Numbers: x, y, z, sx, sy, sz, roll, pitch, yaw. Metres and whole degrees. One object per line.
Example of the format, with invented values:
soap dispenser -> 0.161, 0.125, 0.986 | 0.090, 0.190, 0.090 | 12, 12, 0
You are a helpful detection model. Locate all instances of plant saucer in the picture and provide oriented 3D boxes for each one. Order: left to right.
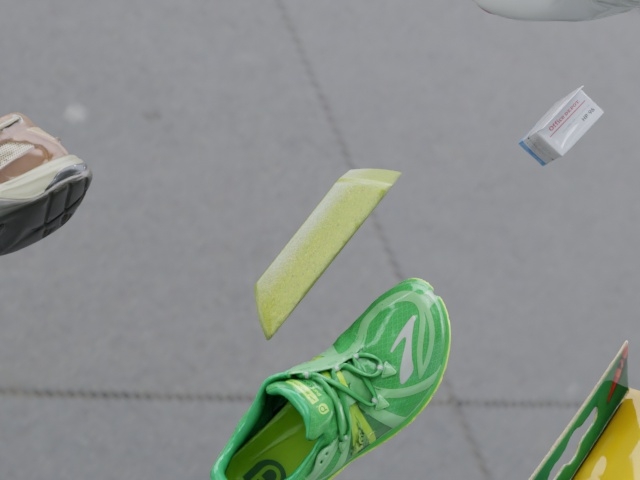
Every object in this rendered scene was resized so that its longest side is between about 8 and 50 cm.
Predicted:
plant saucer -> 0.000, 0.000, 1.929 | 0.045, 0.188, 0.188 | 39, 8, 0

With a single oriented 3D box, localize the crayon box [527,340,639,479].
crayon box -> 0.239, 0.263, 1.557 | 0.081, 0.318, 0.202 | 15, 47, 31

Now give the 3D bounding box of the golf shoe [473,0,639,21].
golf shoe -> 0.202, -0.197, 1.244 | 0.140, 0.306, 0.115 | -27, 103, -51

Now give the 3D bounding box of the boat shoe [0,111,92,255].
boat shoe -> -0.354, -0.028, 1.782 | 0.120, 0.122, 0.324 | 51, 42, 12

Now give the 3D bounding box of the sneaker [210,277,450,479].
sneaker -> 0.013, 0.155, 1.855 | 0.109, 0.295, 0.123 | 41, -8, 17

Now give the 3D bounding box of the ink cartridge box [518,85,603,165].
ink cartridge box -> 0.183, -0.086, 1.501 | 0.028, 0.048, 0.083 | 43, -7, -1
